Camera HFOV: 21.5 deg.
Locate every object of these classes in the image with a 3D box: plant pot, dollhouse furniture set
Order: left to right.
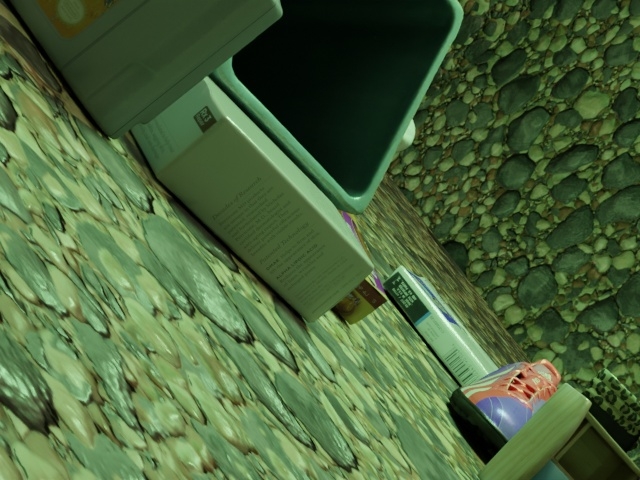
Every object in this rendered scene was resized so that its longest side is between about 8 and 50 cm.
[{"bbox_3d":[-0.061,-0.204,1.639,0.252,0.247,0.248,12,-24,42],"label":"plant pot"},{"bbox_3d":[0.362,0.272,1.682,0.198,0.286,0.303,46,-5,-32],"label":"dollhouse furniture set"}]

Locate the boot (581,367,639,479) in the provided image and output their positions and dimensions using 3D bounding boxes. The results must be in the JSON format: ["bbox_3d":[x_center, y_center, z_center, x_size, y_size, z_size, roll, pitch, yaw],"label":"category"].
[{"bbox_3d":[0.315,0.263,1.881,0.236,0.178,0.085,44,0,-36],"label":"boot"}]

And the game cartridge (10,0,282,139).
[{"bbox_3d":[-0.169,-0.246,1.371,0.297,0.198,0.062,52,6,26],"label":"game cartridge"}]

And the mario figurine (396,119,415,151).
[{"bbox_3d":[0.004,-0.169,2.272,0.170,0.198,0.320,62,-1,-15],"label":"mario figurine"}]

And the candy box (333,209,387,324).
[{"bbox_3d":[0.000,-0.012,1.764,0.109,0.053,0.187,45,15,-40],"label":"candy box"}]

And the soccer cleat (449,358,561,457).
[{"bbox_3d":[0.233,0.194,2.033,0.108,0.116,0.318,52,6,7],"label":"soccer cleat"}]

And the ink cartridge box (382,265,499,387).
[{"bbox_3d":[0.178,0.133,2.353,0.206,0.045,0.208,51,7,13],"label":"ink cartridge box"}]

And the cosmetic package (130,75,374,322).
[{"bbox_3d":[-0.061,-0.041,1.467,0.231,0.085,0.117,44,8,-37],"label":"cosmetic package"}]
